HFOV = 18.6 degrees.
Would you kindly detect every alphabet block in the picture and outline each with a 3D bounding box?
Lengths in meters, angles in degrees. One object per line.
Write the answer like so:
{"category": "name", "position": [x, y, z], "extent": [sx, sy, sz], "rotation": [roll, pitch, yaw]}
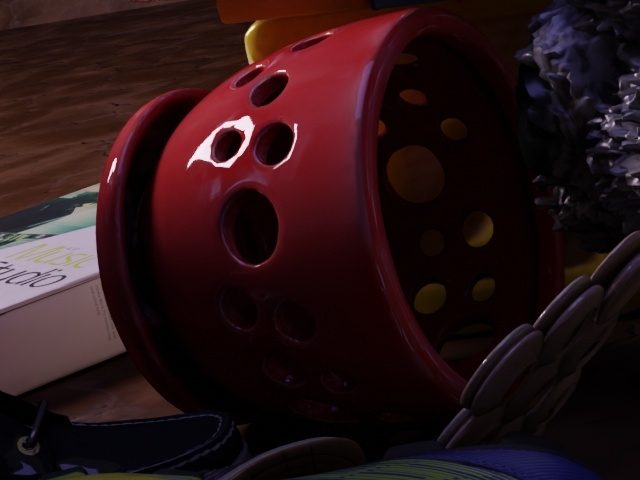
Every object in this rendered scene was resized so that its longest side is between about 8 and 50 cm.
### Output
{"category": "alphabet block", "position": [0.085, -0.064, 1.106], "extent": [0.193, 0.192, 0.197], "rotation": [-10, 14, 15]}

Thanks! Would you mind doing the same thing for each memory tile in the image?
{"category": "memory tile", "position": [0.070, 0.065, 0.726], "extent": [0.012, 0.148, 0.113], "rotation": [40, 46, 17]}

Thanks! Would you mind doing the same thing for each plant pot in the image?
{"category": "plant pot", "position": [0.000, 0.000, 0.930], "extent": [0.174, 0.191, 0.191], "rotation": [-12, 11, 30]}

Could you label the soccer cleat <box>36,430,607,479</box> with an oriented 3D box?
{"category": "soccer cleat", "position": [-0.037, 0.129, 0.626], "extent": [0.289, 0.093, 0.121], "rotation": [-11, 22, 5]}

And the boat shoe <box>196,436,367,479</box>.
{"category": "boat shoe", "position": [-0.048, 0.113, 0.768], "extent": [0.152, 0.056, 0.049], "rotation": [-21, 22, -36]}

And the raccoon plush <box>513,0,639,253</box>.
{"category": "raccoon plush", "position": [0.242, -0.107, 0.775], "extent": [0.216, 0.446, 0.299], "rotation": [18, 6, -16]}

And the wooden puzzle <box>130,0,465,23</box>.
{"category": "wooden puzzle", "position": [0.049, -0.146, 0.996], "extent": [0.221, 0.044, 0.239], "rotation": [1, 13, 43]}

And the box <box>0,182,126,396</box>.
{"category": "box", "position": [-0.167, 0.024, 1.231], "extent": [0.322, 0.058, 0.232], "rotation": [-20, 16, -36]}

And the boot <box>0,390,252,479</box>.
{"category": "boot", "position": [-0.159, 0.056, 0.828], "extent": [0.236, 0.178, 0.085], "rotation": [-12, 13, 1]}
